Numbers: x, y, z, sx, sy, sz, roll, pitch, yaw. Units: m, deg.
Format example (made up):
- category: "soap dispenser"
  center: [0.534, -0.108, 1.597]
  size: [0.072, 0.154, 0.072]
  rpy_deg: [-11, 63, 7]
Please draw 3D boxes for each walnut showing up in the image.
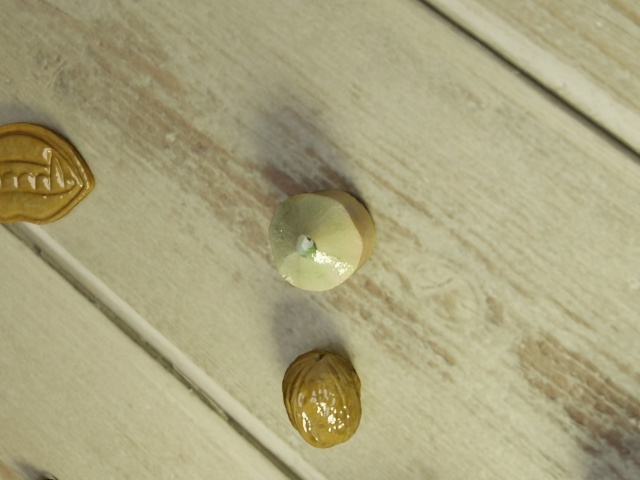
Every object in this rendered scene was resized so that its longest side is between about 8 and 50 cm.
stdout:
- category: "walnut"
  center: [0.004, 0.193, 1.086]
  size: [0.105, 0.105, 0.124]
  rpy_deg: [-3, 110, 20]

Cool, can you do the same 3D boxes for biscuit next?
- category: "biscuit"
  center: [-0.411, -0.092, 1.239]
  size: [0.221, 0.029, 0.142]
  rpy_deg: [6, 98, 20]

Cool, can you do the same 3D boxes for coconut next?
- category: "coconut"
  center: [0.000, 0.000, 1.050]
  size: [0.116, 0.122, 0.116]
  rpy_deg: [2, 96, 19]

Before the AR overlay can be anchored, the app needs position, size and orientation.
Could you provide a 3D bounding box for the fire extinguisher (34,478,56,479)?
- category: "fire extinguisher"
  center: [-0.377, 0.393, 1.275]
  size: [0.056, 0.039, 0.132]
  rpy_deg: [-28, 85, -12]
